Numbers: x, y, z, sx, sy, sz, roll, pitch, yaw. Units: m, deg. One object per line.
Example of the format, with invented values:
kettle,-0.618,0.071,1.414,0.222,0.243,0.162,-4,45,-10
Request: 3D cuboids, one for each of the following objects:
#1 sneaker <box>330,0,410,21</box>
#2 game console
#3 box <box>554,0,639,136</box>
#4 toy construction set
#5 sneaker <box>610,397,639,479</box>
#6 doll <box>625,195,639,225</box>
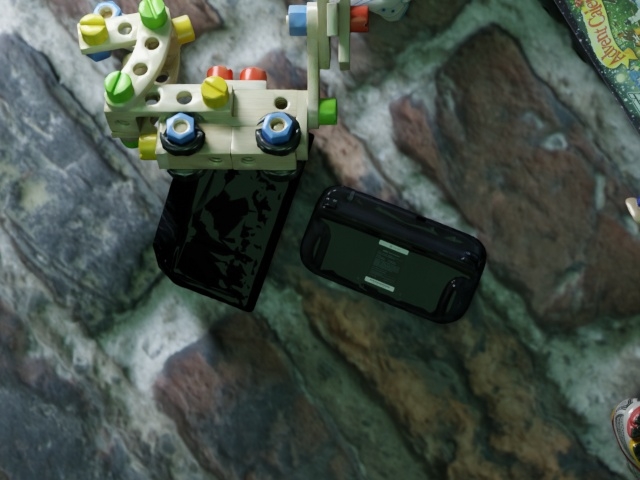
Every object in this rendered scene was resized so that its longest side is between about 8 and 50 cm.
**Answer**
sneaker,0.088,-0.282,1.798,0.190,0.071,0.083,-18,102,20
game console,0.000,0.000,1.862,0.361,0.044,0.213,22,101,7
box,0.365,-0.217,1.767,0.159,0.044,0.233,-33,92,12
toy construction set,-0.100,-0.177,1.782,0.327,0.151,0.215,-7,62,16
sneaker,0.393,0.258,1.823,0.088,0.093,0.225,-33,107,-7
doll,0.412,-0.082,1.750,0.189,0.129,0.046,-45,50,30
